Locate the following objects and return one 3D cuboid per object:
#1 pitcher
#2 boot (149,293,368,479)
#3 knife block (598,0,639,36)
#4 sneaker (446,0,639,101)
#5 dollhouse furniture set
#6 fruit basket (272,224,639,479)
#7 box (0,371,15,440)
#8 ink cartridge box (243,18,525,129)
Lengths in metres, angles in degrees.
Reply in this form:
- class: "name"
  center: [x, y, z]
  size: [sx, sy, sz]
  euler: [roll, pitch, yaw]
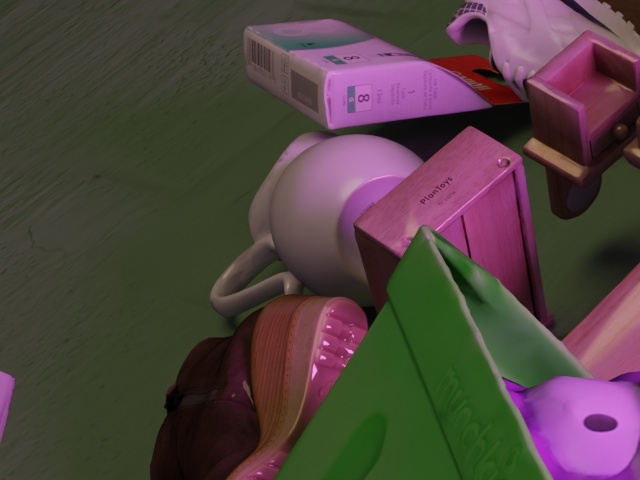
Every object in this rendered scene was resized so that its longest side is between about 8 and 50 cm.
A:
- class: "pitcher"
  center: [0.000, 0.000, 1.319]
  size: [0.178, 0.125, 0.207]
  euler: [-50, 19, -6]
- class: "boot"
  center: [-0.057, 0.156, 1.143]
  size: [0.207, 0.090, 0.248]
  euler: [-25, 41, 58]
- class: "knife block"
  center: [0.292, -0.184, 1.401]
  size: [0.276, 0.242, 0.088]
  euler: [40, 65, 14]
- class: "sneaker"
  center: [0.195, -0.133, 1.352]
  size: [0.095, 0.090, 0.235]
  euler: [-38, 47, -5]
- class: "dollhouse furniture set"
  center: [0.202, 0.085, 1.031]
  size: [0.303, 0.174, 0.355]
  euler: [-41, 53, -20]
- class: "fruit basket"
  center: [0.175, 0.127, 0.661]
  size: [0.392, 0.283, 0.392]
  euler: [-39, 23, 20]
- class: "box"
  center: [-0.248, 0.253, 0.950]
  size: [0.232, 0.058, 0.322]
  euler: [-86, 18, -59]
- class: "ink cartridge box"
  center: [0.071, -0.148, 1.461]
  size: [0.225, 0.056, 0.181]
  euler: [-11, 21, -21]
